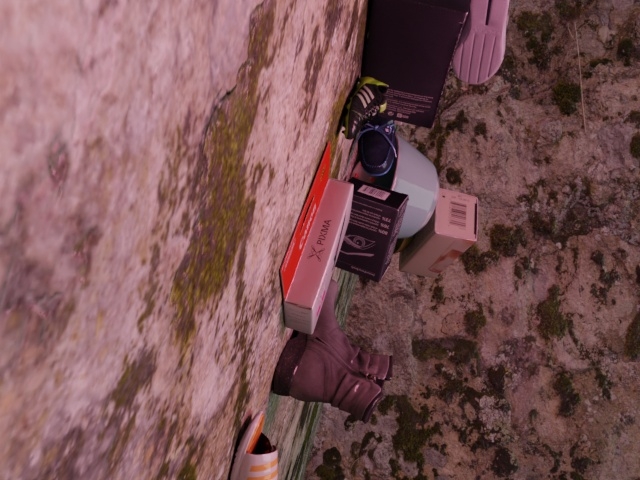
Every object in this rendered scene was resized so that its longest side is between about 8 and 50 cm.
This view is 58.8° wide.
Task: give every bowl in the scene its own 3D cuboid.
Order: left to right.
[{"bbox_3d":[0.212,-0.130,1.561,0.311,0.163,0.312,-164,-90,-75],"label":"bowl"}]

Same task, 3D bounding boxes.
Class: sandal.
[{"bbox_3d":[-0.110,0.413,0.950,0.102,0.076,0.265,-35,139,-79],"label":"sandal"}]

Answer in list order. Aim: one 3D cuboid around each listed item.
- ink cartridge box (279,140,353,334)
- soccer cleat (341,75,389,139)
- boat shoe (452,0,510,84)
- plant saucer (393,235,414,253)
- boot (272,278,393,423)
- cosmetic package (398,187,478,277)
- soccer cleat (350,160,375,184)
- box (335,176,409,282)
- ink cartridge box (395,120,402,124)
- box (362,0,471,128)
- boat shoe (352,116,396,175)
[{"bbox_3d":[0.000,0.000,1.027,0.239,0.060,0.275,94,13,-61],"label":"ink cartridge box"},{"bbox_3d":[0.090,-0.260,1.110,0.060,0.072,0.179,96,12,-52],"label":"soccer cleat"},{"bbox_3d":[0.399,-0.516,1.353,0.335,0.121,0.119,86,24,-65],"label":"boat shoe"},{"bbox_3d":[0.265,-0.071,1.759,0.241,0.037,0.241,-167,-90,-82],"label":"plant saucer"},{"bbox_3d":[0.050,0.229,1.212,0.338,0.222,0.118,-67,169,-47],"label":"boot"},{"bbox_3d":[0.346,-0.013,1.698,0.296,0.129,0.153,120,-19,-64],"label":"cosmetic package"},{"bbox_3d":[0.099,-0.127,1.528,0.076,0.068,0.196,-168,-88,-77],"label":"soccer cleat"},{"bbox_3d":[0.109,-0.026,1.381,0.108,0.153,0.207,-47,154,-58],"label":"box"},{"bbox_3d":[0.197,-0.391,1.578,0.143,0.092,0.090,71,35,-76],"label":"ink cartridge box"},{"bbox_3d":[0.217,-0.481,1.208,0.312,0.178,0.343,96,11,-60],"label":"box"},{"bbox_3d":[0.128,-0.277,1.356,0.089,0.109,0.258,77,12,-60],"label":"boat shoe"}]
